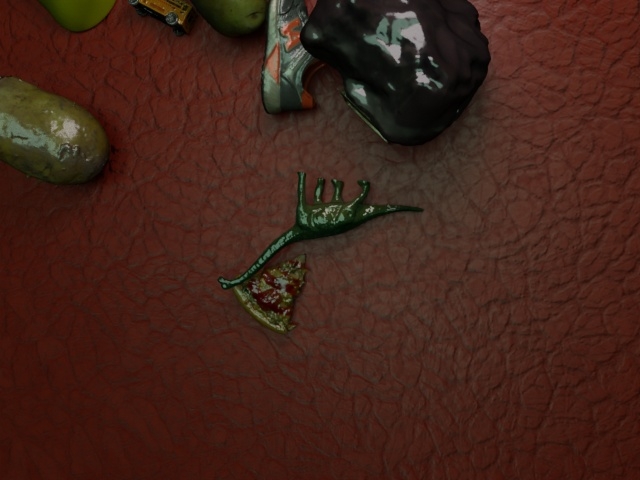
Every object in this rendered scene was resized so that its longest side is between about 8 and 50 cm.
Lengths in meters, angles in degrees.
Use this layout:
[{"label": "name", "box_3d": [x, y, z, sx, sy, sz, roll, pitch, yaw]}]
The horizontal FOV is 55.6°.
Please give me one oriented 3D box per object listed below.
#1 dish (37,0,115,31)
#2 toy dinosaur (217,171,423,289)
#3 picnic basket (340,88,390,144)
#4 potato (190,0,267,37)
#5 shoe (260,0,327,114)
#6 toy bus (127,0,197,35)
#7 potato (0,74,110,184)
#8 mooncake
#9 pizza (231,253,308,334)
[{"label": "dish", "box_3d": [-0.630, -0.654, 1.478, 0.262, 0.108, 0.221, 37, 96, 6]}, {"label": "toy dinosaur", "box_3d": [0.000, 0.000, 1.401, 0.448, 0.087, 0.300, 9, 87, 4]}, {"label": "picnic basket", "box_3d": [0.128, -0.301, 1.365, 0.164, 0.115, 0.079, 45, 96, 5]}, {"label": "potato", "box_3d": [-0.226, -0.573, 1.377, 0.149, 0.197, 0.228, -33, 117, -3]}, {"label": "shoe", "box_3d": [-0.036, -0.452, 1.386, 0.171, 0.132, 0.336, 7, 95, 4]}, {"label": "toy bus", "box_3d": [-0.383, -0.562, 1.460, 0.162, 0.069, 0.074, 29, 88, 4]}, {"label": "potato", "box_3d": [-0.638, -0.240, 1.453, 0.266, 0.229, 0.229, 19, 95, 3]}, {"label": "mooncake", "box_3d": [0.169, -0.412, 1.246, 0.381, 0.350, 0.212, 35, 140, -6]}, {"label": "pizza", "box_3d": [-0.102, 0.110, 1.446, 0.188, 0.062, 0.198, 38, 95, 4]}]
